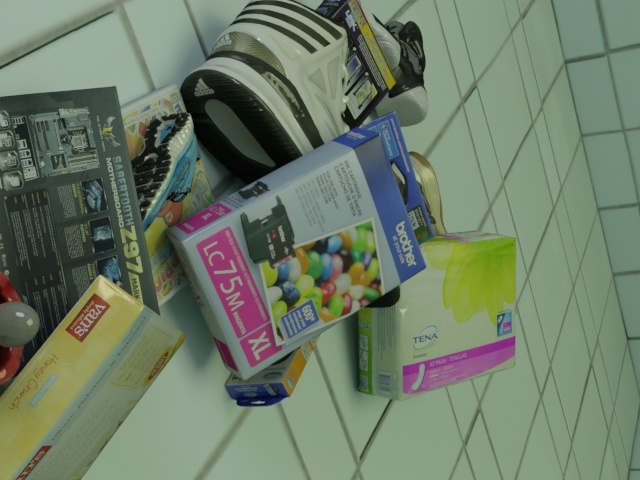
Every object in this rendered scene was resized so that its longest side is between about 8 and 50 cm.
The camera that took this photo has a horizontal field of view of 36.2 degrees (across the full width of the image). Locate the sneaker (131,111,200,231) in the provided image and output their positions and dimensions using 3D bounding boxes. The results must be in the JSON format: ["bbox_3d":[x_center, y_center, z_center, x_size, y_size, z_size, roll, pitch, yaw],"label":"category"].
[{"bbox_3d":[-0.158,-0.060,1.008,0.073,0.063,0.162,64,33,-37],"label":"sneaker"}]

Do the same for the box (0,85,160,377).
[{"bbox_3d":[-0.242,-0.014,0.866,0.183,0.059,0.232,-20,103,-52],"label":"box"}]

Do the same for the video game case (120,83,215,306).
[{"bbox_3d":[-0.186,-0.040,1.042,0.227,0.026,0.206,-44,123,-57],"label":"video game case"}]

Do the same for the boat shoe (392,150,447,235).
[{"bbox_3d":[0.158,0.004,1.628,0.098,0.109,0.302,-29,120,-22],"label":"boat shoe"}]

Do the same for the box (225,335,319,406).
[{"bbox_3d":[-0.058,0.146,1.183,0.028,0.081,0.136,67,31,-27],"label":"box"}]

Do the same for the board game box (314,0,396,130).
[{"bbox_3d":[0.026,-0.251,1.424,0.141,0.048,0.170,-52,133,-25],"label":"board game box"}]

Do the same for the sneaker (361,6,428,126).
[{"bbox_3d":[0.097,-0.312,1.581,0.268,0.101,0.153,49,37,-48],"label":"sneaker"}]

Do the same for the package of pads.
[{"bbox_3d":[0.186,0.104,1.517,0.297,0.101,0.229,-8,100,-42],"label":"package of pads"}]

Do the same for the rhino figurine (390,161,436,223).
[{"bbox_3d":[0.089,-0.064,1.387,0.073,0.243,0.106,-20,112,-25],"label":"rhino figurine"}]

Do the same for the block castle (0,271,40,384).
[{"bbox_3d":[-0.349,-0.089,0.541,0.303,0.213,0.453,-30,110,-60],"label":"block castle"}]

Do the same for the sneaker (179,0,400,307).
[{"bbox_3d":[0.019,-0.125,1.270,0.447,0.169,0.257,56,47,-37],"label":"sneaker"}]

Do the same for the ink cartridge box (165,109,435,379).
[{"bbox_3d":[0.000,0.000,1.111,0.311,0.065,0.185,-31,117,-21],"label":"ink cartridge box"}]

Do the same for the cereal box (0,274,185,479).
[{"bbox_3d":[-0.188,0.122,0.779,0.173,0.047,0.240,-53,173,-10],"label":"cereal box"}]
